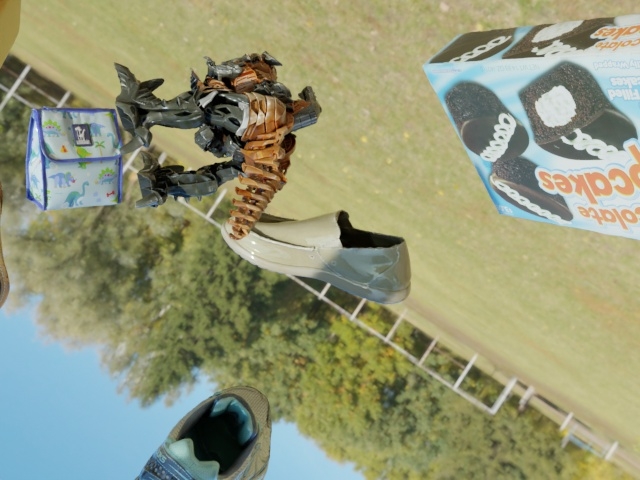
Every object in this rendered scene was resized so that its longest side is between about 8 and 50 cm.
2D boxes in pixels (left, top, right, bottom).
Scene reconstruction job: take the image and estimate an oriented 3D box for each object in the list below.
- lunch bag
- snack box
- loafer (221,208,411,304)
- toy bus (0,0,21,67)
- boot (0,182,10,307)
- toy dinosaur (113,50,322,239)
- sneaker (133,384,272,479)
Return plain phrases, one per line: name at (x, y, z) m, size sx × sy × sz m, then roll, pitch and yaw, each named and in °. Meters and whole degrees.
lunch bag at (-0.376, -0.129, 1.109) m, size 0.129 × 0.151 × 0.096 m, roll -8°, pitch -158°, yaw -39°
snack box at (0.240, -0.085, 0.588) m, size 0.322 × 0.060 × 0.187 m, roll 18°, pitch 147°, yaw 58°
loafer at (0.000, 0.000, 0.968) m, size 0.269 × 0.092 × 0.102 m, roll 17°, pitch -158°, yaw 6°
toy bus at (-0.399, -0.171, 0.701) m, size 0.130 × 0.108 × 0.332 m, roll 13°, pitch -139°, yaw -15°
boot at (-0.387, -0.017, 0.810) m, size 0.073 × 0.197 × 0.152 m, roll 3°, pitch -138°, yaw -28°
toy dinosaur at (-0.103, -0.125, 0.797) m, size 0.219 × 0.164 × 0.322 m, roll -7°, pitch -160°, yaw -4°
sneaker at (-0.095, 0.209, 0.753) m, size 0.110 × 0.122 × 0.283 m, roll 34°, pitch -164°, yaw 4°
